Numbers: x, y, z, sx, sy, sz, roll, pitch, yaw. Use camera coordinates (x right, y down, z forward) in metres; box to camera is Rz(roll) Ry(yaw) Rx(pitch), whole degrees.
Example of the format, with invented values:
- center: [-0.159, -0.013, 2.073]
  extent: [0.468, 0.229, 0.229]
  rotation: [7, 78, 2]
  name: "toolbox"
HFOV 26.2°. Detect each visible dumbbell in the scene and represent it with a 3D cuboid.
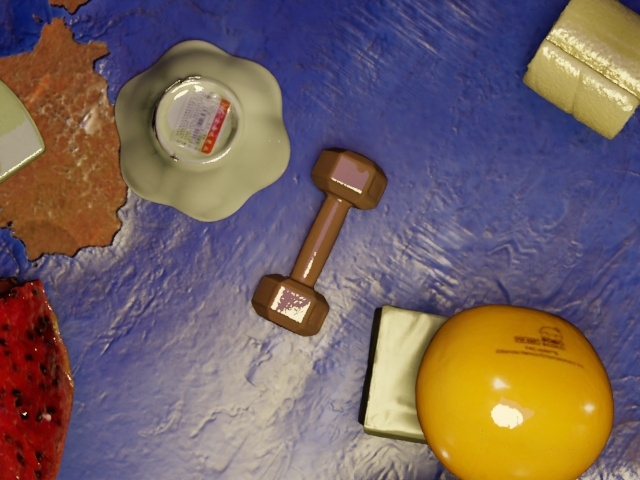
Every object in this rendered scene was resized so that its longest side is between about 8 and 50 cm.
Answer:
- center: [0.000, 0.000, 1.672]
  extent: [0.082, 0.092, 0.231]
  rotation: [22, 85, 28]
  name: "dumbbell"

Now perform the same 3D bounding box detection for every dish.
- center: [-0.147, -0.140, 1.681]
  extent: [0.229, 0.081, 0.229]
  rotation: [0, 85, -2]
  name: "dish"

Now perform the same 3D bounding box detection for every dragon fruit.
- center: [-0.462, 0.151, 1.577]
  extent: [0.330, 0.240, 0.302]
  rotation: [-1, 43, 8]
  name: "dragon fruit"

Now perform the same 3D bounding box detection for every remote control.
- center: [-0.479, -0.081, 1.686]
  extent: [0.285, 0.038, 0.123]
  rotation: [-34, 86, -4]
  name: "remote control"

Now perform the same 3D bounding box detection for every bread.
- center: [0.338, -0.218, 1.677]
  extent: [0.141, 0.134, 0.148]
  rotation: [35, 73, 6]
  name: "bread"

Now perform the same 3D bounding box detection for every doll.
- center: [0.196, 0.195, 1.469]
  extent: [0.213, 0.213, 0.236]
  rotation: [16, 125, 0]
  name: "doll"

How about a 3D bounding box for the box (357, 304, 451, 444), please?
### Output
- center: [0.169, 0.171, 1.629]
  extent: [0.231, 0.149, 0.155]
  rotation: [9, 85, -1]
  name: "box"
